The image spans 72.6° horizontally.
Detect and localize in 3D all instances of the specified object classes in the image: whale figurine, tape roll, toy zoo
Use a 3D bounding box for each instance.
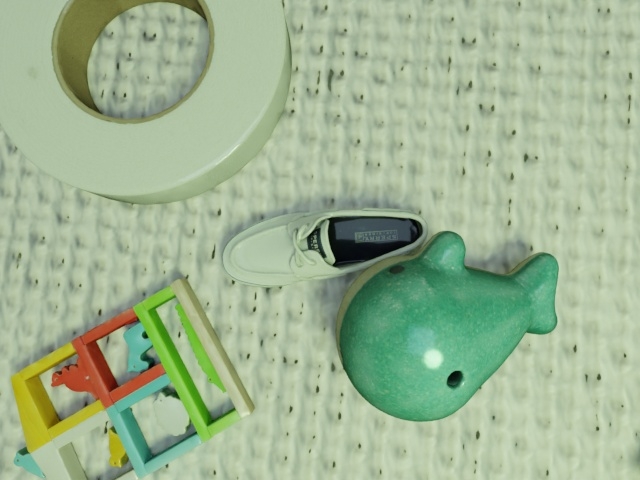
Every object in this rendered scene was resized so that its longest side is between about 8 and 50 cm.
[{"bbox_3d":[0.155,0.097,0.471,0.271,0.141,0.217,-12,109,-10],"label":"whale figurine"},{"bbox_3d":[-0.233,-0.241,0.567,0.391,0.072,0.393,0,85,4],"label":"tape roll"},{"bbox_3d":[-0.255,0.203,0.547,0.293,0.030,0.193,-29,84,0],"label":"toy zoo"}]

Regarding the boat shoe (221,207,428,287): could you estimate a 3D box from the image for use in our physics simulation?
[{"bbox_3d":[0.000,0.000,0.525,0.257,0.084,0.095,-13,84,2],"label":"boat shoe"}]
